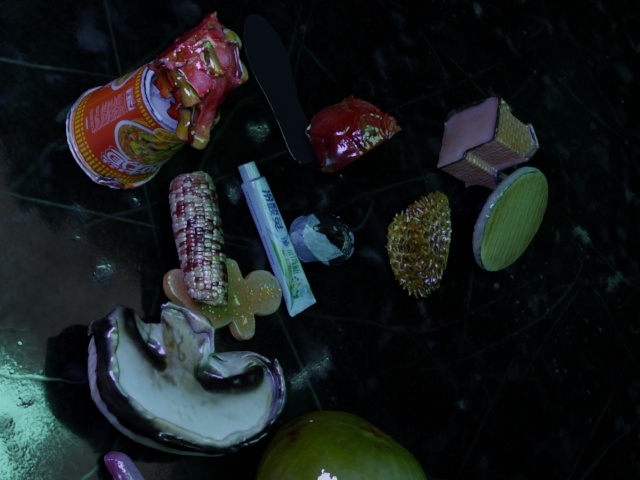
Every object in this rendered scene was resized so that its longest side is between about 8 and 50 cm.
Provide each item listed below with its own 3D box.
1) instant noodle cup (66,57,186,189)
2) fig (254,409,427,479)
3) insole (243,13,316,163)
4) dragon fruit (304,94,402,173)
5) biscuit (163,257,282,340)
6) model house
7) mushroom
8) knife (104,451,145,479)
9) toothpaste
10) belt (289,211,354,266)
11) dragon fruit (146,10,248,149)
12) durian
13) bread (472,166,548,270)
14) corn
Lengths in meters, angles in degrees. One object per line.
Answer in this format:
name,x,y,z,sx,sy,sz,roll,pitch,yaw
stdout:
instant noodle cup,-0.283,-0.200,1.525,0.193,0.212,0.193,14,67,-37
fig,0.016,0.448,1.541,0.316,0.316,0.316,15,67,-37
insole,-0.081,-0.305,1.875,0.109,0.007,0.322,-22,91,-42
dragon fruit,0.062,-0.222,1.871,0.120,0.161,0.127,61,29,-11
biscuit,-0.164,0.106,1.649,0.234,0.030,0.153,-13,84,-43
model house,0.396,-0.216,2.138,0.172,0.183,0.166,30,59,-28
mushroom,-0.225,0.226,1.500,0.344,0.130,0.247,15,56,-38
knife,-0.254,0.448,1.440,0.277,0.053,0.123,68,20,2
toothpaste,-0.086,-0.006,1.749,0.075,0.048,0.296,-27,98,-46
belt,0.000,0.000,1.810,0.140,0.058,0.105,19,70,-40
dragon fruit,-0.185,-0.240,1.400,0.150,0.133,0.207,1,91,-13
durian,0.226,-0.004,1.981,0.139,0.145,0.252,32,49,-56
bread,0.429,-0.050,2.120,0.267,0.040,0.266,-30,136,-35
corn,-0.206,0.000,1.590,0.086,0.086,0.253,7,60,-39
